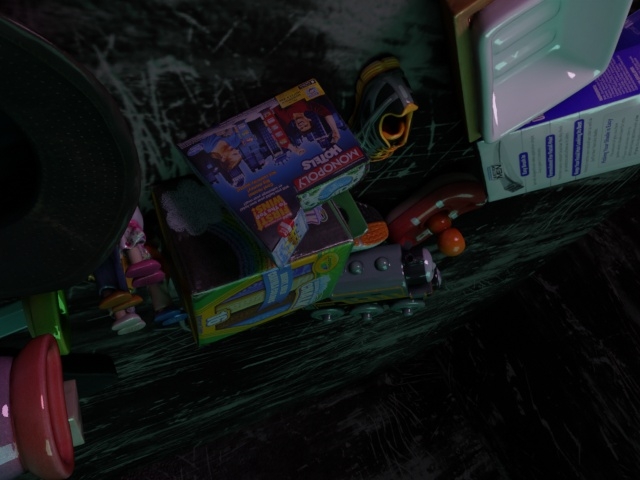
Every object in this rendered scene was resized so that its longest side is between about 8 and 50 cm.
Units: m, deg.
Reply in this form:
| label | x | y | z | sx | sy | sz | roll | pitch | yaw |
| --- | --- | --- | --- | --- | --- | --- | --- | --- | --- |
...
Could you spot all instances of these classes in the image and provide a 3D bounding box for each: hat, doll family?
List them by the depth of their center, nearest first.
| label | x | y | z | sx | sy | sz | roll | pitch | yaw |
| --- | --- | --- | --- | --- | --- | --- | --- | --- | --- |
| hat | -0.311 | -0.081 | 0.369 | 0.332 | 0.133 | 0.331 | -11 | 139 | -10 |
| doll family | -0.251 | 0.012 | 0.585 | 0.119 | 0.163 | 0.263 | -20 | 160 | -16 |

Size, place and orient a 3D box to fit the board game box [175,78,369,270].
| label | x | y | z | sx | sy | sz | roll | pitch | yaw |
| --- | --- | --- | --- | --- | --- | --- | --- | --- | --- |
| board game box | -0.047 | -0.073 | 0.597 | 0.194 | 0.194 | 0.060 | -27 | 156 | -4 |

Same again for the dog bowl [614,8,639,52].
| label | x | y | z | sx | sy | sz | roll | pitch | yaw |
| --- | --- | --- | --- | --- | --- | --- | --- | --- | --- |
| dog bowl | 0.598 | -0.312 | 0.936 | 0.265 | 0.104 | 0.265 | -23 | 155 | -12 |

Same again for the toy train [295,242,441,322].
| label | x | y | z | sx | sy | sz | roll | pitch | yaw |
| --- | --- | --- | --- | --- | --- | --- | --- | --- | --- |
| toy train | 0.081 | 0.086 | 1.037 | 0.334 | 0.142 | 0.190 | -7 | 157 | 13 |

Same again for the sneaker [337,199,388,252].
| label | x | y | z | sx | sy | sz | roll | pitch | yaw |
| --- | --- | --- | --- | --- | --- | --- | --- | --- | --- |
| sneaker | 0.000 | 0.000 | 0.937 | 0.263 | 0.099 | 0.121 | -9 | 157 | -23 |

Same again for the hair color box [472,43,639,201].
| label | x | y | z | sx | sy | sz | roll | pitch | yaw |
| --- | --- | --- | --- | --- | --- | --- | --- | --- | --- |
| hair color box | 0.429 | -0.193 | 0.825 | 0.339 | 0.110 | 0.185 | -16 | 147 | 16 |

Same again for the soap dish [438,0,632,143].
| label | x | y | z | sx | sy | sz | roll | pitch | yaw |
| --- | --- | --- | --- | --- | --- | --- | --- | --- | --- |
| soap dish | 0.269 | -0.273 | 0.640 | 0.229 | 0.118 | 0.291 | -33 | 155 | 8 |

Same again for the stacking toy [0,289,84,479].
| label | x | y | z | sx | sy | sz | roll | pitch | yaw |
| --- | --- | --- | --- | --- | --- | --- | --- | --- | --- |
| stacking toy | -0.364 | 0.122 | 0.556 | 0.131 | 0.308 | 0.279 | -9 | 160 | -22 |

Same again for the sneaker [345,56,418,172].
| label | x | y | z | sx | sy | sz | roll | pitch | yaw |
| --- | --- | --- | --- | --- | --- | --- | --- | --- | --- |
| sneaker | 0.087 | -0.156 | 0.716 | 0.084 | 0.083 | 0.215 | -26 | 157 | -11 |

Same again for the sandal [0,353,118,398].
| label | x | y | z | sx | sy | sz | roll | pitch | yaw |
| --- | --- | --- | --- | --- | --- | --- | --- | --- | --- |
| sandal | -0.533 | 0.272 | 0.849 | 0.168 | 0.107 | 0.446 | -34 | 156 | 19 |

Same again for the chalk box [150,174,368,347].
| label | x | y | z | sx | sy | sz | roll | pitch | yaw |
| --- | --- | --- | --- | --- | --- | --- | --- | --- | --- |
| chalk box | -0.074 | 0.001 | 0.733 | 0.289 | 0.180 | 0.179 | -17 | 153 | -22 |

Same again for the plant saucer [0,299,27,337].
| label | x | y | z | sx | sy | sz | roll | pitch | yaw |
| --- | --- | --- | --- | --- | --- | --- | --- | --- | --- |
| plant saucer | -0.502 | 0.135 | 0.732 | 0.192 | 0.018 | 0.067 | -23 | 156 | -15 |

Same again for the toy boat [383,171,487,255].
| label | x | y | z | sx | sy | sz | roll | pitch | yaw |
| --- | --- | --- | --- | --- | --- | --- | --- | --- | --- |
| toy boat | 0.255 | -0.035 | 1.053 | 0.231 | 0.151 | 0.151 | -38 | 155 | 20 |
